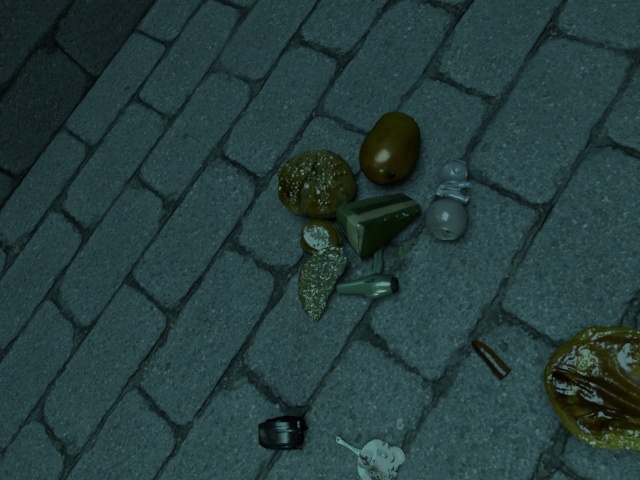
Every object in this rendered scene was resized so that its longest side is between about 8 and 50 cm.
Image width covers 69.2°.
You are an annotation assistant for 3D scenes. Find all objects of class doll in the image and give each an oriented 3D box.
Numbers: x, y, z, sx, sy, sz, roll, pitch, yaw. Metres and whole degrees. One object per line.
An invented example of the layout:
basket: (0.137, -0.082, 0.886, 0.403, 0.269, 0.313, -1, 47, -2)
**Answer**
doll: (0.440, -0.147, 1.573, 0.150, 0.151, 0.288, 7, 70, 23)

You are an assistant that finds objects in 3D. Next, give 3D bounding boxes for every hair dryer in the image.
hair dryer: (0.151, 0.117, 1.628, 0.218, 0.088, 0.225, -24, 51, 15)

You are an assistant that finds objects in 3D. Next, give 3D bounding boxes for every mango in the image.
mango: (0.259, -0.346, 1.698, 0.211, 0.173, 0.318, 4, 60, 28)

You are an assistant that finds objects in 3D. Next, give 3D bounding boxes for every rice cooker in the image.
rice cooker: (-0.125, 0.628, 1.515, 0.165, 0.112, 0.107, -2, 76, 20)

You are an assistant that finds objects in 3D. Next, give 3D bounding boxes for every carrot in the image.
carrot: (0.515, 0.355, 1.412, 0.048, 0.048, 0.139, -40, 61, 3)

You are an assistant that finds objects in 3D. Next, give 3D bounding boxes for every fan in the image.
fan: (0.143, 0.681, 1.453, 0.226, 0.008, 0.153, 21, 81, 25)

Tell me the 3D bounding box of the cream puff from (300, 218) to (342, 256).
cream puff: (0.000, 0.000, 1.691, 0.149, 0.115, 0.166, -21, 75, -3)

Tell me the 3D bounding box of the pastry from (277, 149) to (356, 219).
pastry: (-0.027, -0.224, 1.738, 0.315, 0.184, 0.285, 25, 75, 27)

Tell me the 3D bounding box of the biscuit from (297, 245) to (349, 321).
biscuit: (-0.008, 0.132, 1.629, 0.141, 0.038, 0.290, 26, 102, 1)

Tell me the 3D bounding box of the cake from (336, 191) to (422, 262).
cake: (0.196, -0.094, 1.607, 0.283, 0.172, 0.158, -37, 49, 1)

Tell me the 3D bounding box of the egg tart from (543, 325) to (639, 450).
egg tart: (0.783, 0.390, 1.211, 0.351, 0.153, 0.340, -15, 52, 28)
